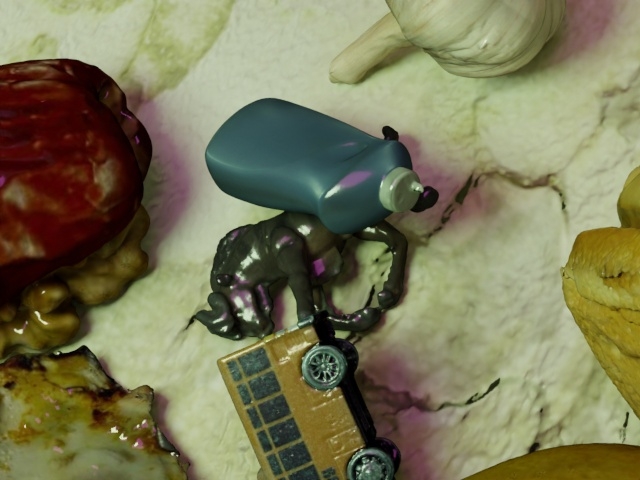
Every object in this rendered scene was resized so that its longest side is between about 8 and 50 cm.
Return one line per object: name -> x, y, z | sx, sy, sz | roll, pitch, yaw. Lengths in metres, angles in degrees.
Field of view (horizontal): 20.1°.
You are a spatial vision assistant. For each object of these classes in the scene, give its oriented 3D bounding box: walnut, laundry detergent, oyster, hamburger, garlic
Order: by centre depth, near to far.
hamburger -> 0.304, 0.083, 1.220 | 0.158, 0.318, 0.318 | -40, 59, -5
oyster -> -0.182, 0.230, 1.402 | 0.221, 0.096, 0.361 | -18, 57, -32
laundry detergent -> 0.002, -0.057, 1.452 | 0.206, 0.061, 0.097 | 20, 53, 43
walnut -> -0.263, -0.025, 1.527 | 0.269, 0.222, 0.244 | -24, 90, -5
garlic -> 0.079, -0.205, 1.532 | 0.226, 0.199, 0.199 | -34, 55, 29

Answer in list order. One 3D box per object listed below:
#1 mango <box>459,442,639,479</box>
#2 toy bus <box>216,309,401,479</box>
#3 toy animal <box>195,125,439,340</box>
mango -> 0.140, 0.276, 1.224 | 0.378, 0.221, 0.263 | -11, 70, 21
toy bus -> -0.003, 0.153, 1.367 | 0.103, 0.091, 0.182 | -24, 88, 7
toy animal -> 0.000, 0.000, 1.489 | 0.148, 0.084, 0.232 | 39, 83, 31
